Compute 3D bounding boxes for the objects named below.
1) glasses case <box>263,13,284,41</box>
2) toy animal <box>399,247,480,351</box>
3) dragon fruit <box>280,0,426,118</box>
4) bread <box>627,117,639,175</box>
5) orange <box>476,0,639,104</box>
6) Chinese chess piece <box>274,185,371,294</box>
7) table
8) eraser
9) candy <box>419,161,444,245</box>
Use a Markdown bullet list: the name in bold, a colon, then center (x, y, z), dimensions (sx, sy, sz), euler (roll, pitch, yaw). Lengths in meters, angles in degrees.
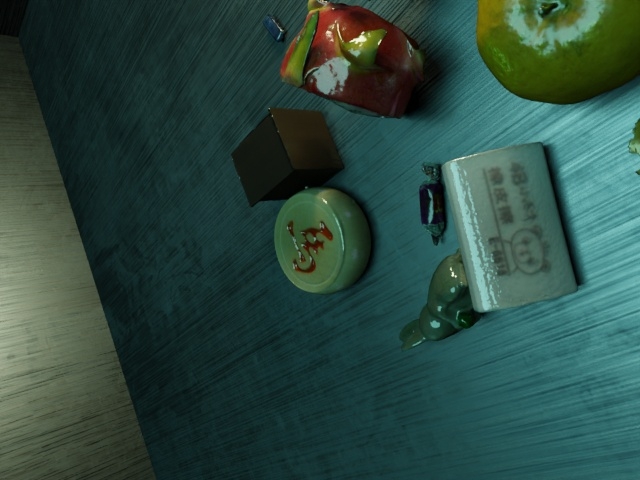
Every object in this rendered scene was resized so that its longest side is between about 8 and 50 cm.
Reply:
- **glasses case**: center (-0.120, -0.559, 1.344), dimensions (0.033, 0.023, 0.083), euler (-48, 65, 32)
- **toy animal**: center (0.251, 0.143, 1.040), dimensions (0.125, 0.127, 0.251), euler (33, 130, 6)
- **dragon fruit**: center (0.077, -0.360, 1.012), dimensions (0.291, 0.291, 0.189), euler (37, 114, 35)
- **bread**: center (0.535, -0.132, 0.700), dimensions (0.173, 0.085, 0.134), euler (-20, 108, 47)
- **orange**: center (0.372, -0.342, 0.751), dimensions (0.279, 0.235, 0.278), euler (18, 121, 32)
- **Chinese chess piece**: center (0.000, 0.000, 1.260), dimensions (0.273, 0.102, 0.273), euler (8, 102, 43)
- **table**: center (-0.089, -0.205, 1.269), dimensions (0.193, 0.169, 0.172), euler (-34, 73, 44)
- **eraser**: center (0.329, -0.023, 0.897), dimensions (0.095, 0.174, 0.270), euler (82, 176, -86)
- **candy**: center (0.230, -0.075, 1.061), dimensions (0.043, 0.045, 0.174), euler (2, 97, 60)
